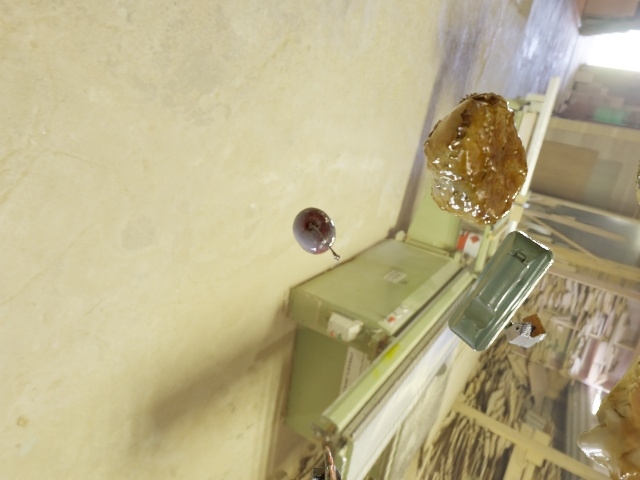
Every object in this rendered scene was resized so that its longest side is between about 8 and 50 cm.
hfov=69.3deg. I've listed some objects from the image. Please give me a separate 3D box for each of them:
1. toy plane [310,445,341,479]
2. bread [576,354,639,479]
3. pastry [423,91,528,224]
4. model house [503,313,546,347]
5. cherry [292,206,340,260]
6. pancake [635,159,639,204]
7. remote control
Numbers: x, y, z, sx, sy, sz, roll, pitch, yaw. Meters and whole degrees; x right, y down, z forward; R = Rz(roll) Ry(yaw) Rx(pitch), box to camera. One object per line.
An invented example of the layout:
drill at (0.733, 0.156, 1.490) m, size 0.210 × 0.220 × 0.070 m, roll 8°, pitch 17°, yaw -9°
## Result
toy plane at (0.008, 0.356, 0.649) m, size 0.188 × 0.062 × 0.135 m, roll -133°, pitch -137°, yaw -70°
bread at (0.582, 0.220, 0.510) m, size 0.279 × 0.371 × 0.390 m, roll 17°, pitch 112°, yaw -39°
pastry at (0.361, -0.190, 1.108) m, size 0.255 × 0.162 × 0.311 m, roll -37°, pitch 121°, yaw -18°
model house at (0.695, 0.299, 1.576) m, size 0.088 × 0.100 × 0.100 m, roll -95°, pitch -152°, yaw -42°
cherry at (-0.004, 0.005, 1.226) m, size 0.115 × 0.188 × 0.148 m, roll -17°, pitch 154°, yaw -44°
pancake at (1.097, -0.160, 1.468) m, size 0.282 × 0.049 × 0.283 m, roll 172°, pitch -90°, yaw -88°
remote control at (0.466, 0.138, 1.226) m, size 0.065 × 0.128 × 0.335 m, roll -5°, pitch 128°, yaw -51°
